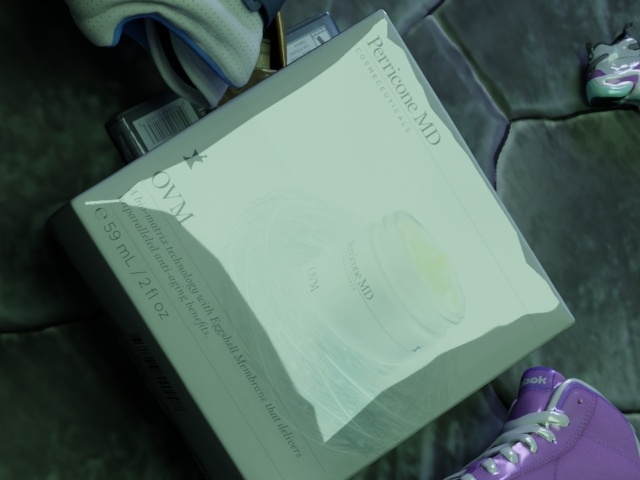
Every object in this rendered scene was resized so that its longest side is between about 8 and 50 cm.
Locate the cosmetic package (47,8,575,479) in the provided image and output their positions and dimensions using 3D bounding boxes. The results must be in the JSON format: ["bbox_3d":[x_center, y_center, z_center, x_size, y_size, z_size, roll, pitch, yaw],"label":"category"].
[{"bbox_3d":[-0.008,0.018,1.130,0.224,0.138,0.224,-34,94,-15],"label":"cosmetic package"}]

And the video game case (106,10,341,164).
[{"bbox_3d":[0.000,0.000,1.253,0.196,0.026,0.274,-31,93,-36],"label":"video game case"}]

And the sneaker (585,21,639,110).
[{"bbox_3d":[0.249,-0.137,1.446,0.098,0.038,0.069,6,73,-32],"label":"sneaker"}]

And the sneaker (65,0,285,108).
[{"bbox_3d":[-0.040,-0.202,1.181,0.323,0.130,0.236,-1,104,-51],"label":"sneaker"}]

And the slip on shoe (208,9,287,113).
[{"bbox_3d":[-0.042,-0.101,1.217,0.051,0.041,0.135,12,69,-29],"label":"slip on shoe"}]

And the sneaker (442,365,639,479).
[{"bbox_3d":[0.114,0.160,1.237,0.282,0.102,0.161,13,65,-40],"label":"sneaker"}]
